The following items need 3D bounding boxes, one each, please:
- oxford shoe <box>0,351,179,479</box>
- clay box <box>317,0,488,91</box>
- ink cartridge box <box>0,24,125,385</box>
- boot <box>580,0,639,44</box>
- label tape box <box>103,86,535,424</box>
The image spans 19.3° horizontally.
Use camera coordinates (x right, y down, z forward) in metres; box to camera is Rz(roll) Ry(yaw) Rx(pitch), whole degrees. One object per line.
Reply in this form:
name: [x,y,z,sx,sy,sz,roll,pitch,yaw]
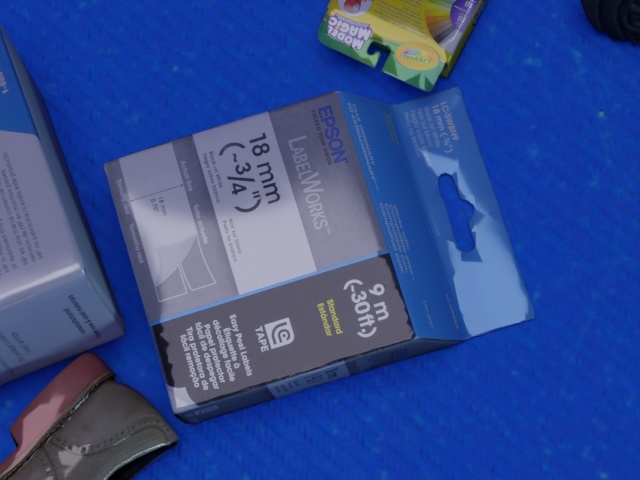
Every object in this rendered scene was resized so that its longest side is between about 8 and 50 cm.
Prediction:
oxford shoe: [-0.262,0.267,1.634,0.130,0.123,0.348,36,82,9]
clay box: [0.098,-0.252,1.765,0.127,0.053,0.222,26,81,10]
ink cartridge box: [-0.411,0.012,1.661,0.395,0.166,0.285,-22,65,-1]
boot: [0.472,-0.368,1.729,0.367,0.146,0.445,18,75,6]
label tape box: [0.000,0.000,1.686,0.334,0.106,0.240,-17,77,0]
